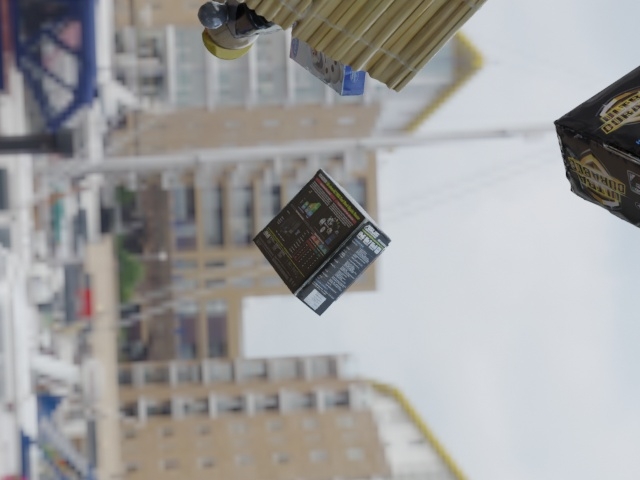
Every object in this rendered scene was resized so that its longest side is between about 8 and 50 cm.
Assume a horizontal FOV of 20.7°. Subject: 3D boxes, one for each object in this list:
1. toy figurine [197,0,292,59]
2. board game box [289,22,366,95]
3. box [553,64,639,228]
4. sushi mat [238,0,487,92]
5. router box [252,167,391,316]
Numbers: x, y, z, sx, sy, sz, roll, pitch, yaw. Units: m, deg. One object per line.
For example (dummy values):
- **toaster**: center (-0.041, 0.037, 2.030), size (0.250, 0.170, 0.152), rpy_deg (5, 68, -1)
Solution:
- **toy figurine**: center (-0.072, -0.272, 1.389), size (0.148, 0.213, 0.209), rpy_deg (-4, -125, 61)
- **board game box**: center (0.008, -0.154, 1.186), size (0.090, 0.020, 0.090), rpy_deg (-138, -131, -56)
- **box**: center (0.357, -0.081, 1.145), size (0.293, 0.295, 0.073), rpy_deg (32, -32, 52)
- **sushi mat**: center (0.053, -0.193, 0.885), size (0.316, 0.151, 0.019), rpy_deg (-43, -160, 52)
- **router box**: center (0.000, 0.000, 1.537), size (0.038, 0.092, 0.122), rpy_deg (41, 5, -31)
